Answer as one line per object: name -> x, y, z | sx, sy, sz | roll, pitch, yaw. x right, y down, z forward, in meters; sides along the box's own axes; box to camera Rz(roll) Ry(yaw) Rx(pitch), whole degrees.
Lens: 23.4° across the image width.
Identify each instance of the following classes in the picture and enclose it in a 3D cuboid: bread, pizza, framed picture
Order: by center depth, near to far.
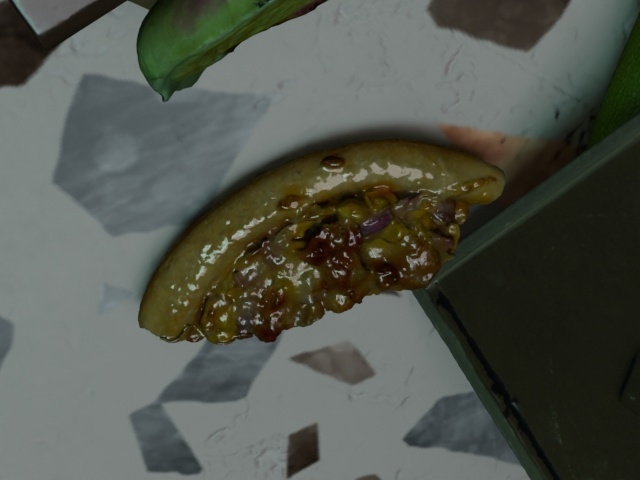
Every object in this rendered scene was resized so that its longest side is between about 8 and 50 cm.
bread -> 0.033, -0.162, 0.740 | 0.301, 0.301, 0.045 | -32, 96, 7
framed picture -> 0.222, 0.106, 0.943 | 0.247, 0.335, 0.022 | -39, 170, 38
pizza -> 0.001, 0.002, 0.972 | 0.246, 0.058, 0.127 | -13, 129, -6

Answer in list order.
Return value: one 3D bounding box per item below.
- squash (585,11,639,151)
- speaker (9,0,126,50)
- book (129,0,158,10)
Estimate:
squash -> 0.236, -0.116, 0.934 | 0.101, 0.101, 0.378 | 5, 125, -21
speaker -> -0.077, -0.229, 0.688 | 0.231, 0.153, 0.192 | -33, 119, 1
book -> -0.101, -0.198, 0.815 | 0.199, 0.016, 0.138 | 21, 117, -30
